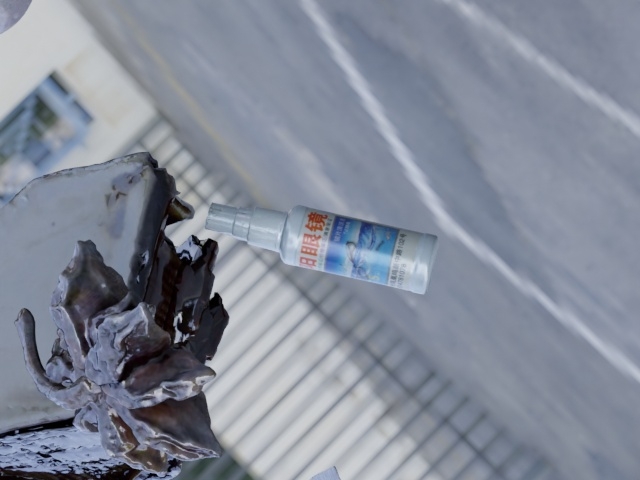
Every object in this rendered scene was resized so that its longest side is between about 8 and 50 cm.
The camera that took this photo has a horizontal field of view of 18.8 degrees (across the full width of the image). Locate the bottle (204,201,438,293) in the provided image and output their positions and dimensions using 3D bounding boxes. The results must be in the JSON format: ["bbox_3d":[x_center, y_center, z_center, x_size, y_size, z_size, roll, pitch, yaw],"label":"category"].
[{"bbox_3d":[0.000,0.000,1.799,0.217,0.060,0.060,13,169,7],"label":"bottle"}]

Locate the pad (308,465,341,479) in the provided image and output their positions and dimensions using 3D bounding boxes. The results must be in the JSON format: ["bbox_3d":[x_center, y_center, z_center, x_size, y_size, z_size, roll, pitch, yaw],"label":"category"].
[{"bbox_3d":[0.045,0.376,2.220,0.235,0.003,0.158,66,163,7],"label":"pad"}]

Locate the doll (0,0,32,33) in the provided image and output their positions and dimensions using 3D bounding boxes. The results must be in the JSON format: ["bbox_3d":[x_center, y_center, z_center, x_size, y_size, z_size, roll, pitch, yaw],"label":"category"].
[{"bbox_3d":[-0.461,-0.283,2.335,0.287,0.151,0.151,-27,113,43],"label":"doll"}]

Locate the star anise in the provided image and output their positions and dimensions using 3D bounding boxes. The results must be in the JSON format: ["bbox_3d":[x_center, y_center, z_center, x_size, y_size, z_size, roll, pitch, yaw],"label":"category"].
[{"bbox_3d":[-0.173,0.103,1.564,0.231,0.089,0.209,-18,98,50],"label":"star anise"}]

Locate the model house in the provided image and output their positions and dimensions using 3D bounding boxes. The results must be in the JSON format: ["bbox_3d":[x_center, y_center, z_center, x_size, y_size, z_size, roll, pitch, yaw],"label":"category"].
[{"bbox_3d":[-0.234,0.097,1.844,0.297,0.317,0.282,5,165,23],"label":"model house"}]
